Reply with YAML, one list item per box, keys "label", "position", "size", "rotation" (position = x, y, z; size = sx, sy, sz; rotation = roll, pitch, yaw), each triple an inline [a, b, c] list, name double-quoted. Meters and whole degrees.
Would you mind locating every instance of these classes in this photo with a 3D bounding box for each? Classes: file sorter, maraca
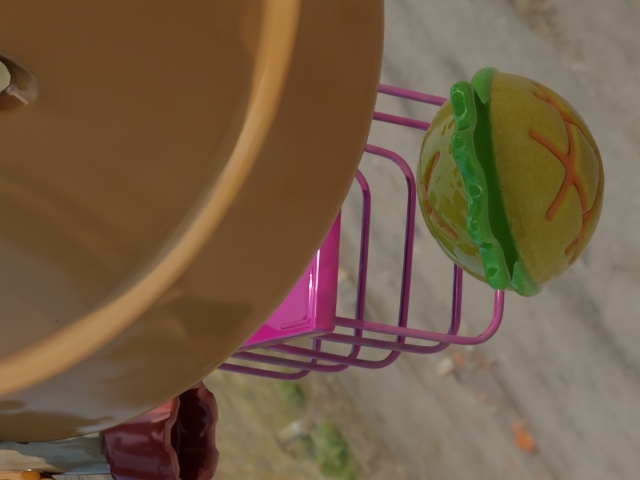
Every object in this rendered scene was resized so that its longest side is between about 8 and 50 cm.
- label: "file sorter"
  position: [0.000, 0.000, 1.426]
  size: [0.290, 0.182, 0.202]
  rotation: [-16, 67, 57]
- label: "maraca"
  position: [0.097, -0.031, 0.940]
  size: [0.185, 0.099, 0.127]
  rotation: [-11, -93, -73]

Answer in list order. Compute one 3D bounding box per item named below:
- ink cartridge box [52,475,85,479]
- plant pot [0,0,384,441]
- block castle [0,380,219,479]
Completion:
- label: "ink cartridge box"
  position: [-0.331, 0.230, 1.553]
  size: [0.395, 0.151, 0.270]
  rotation: [58, -166, -66]
- label: "plant pot"
  position: [-0.151, -0.088, 0.642]
  size: [0.291, 0.291, 0.203]
  rotation: [52, -167, 32]
- label: "block castle"
  position: [-0.177, 0.270, 1.049]
  size: [0.303, 0.212, 0.453]
  rotation: [45, -134, -62]
